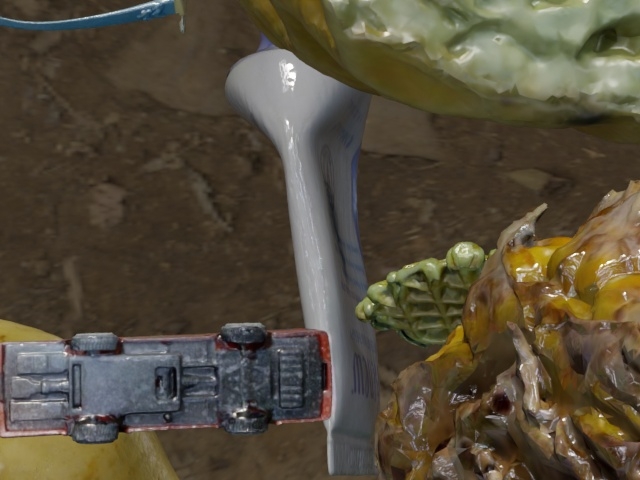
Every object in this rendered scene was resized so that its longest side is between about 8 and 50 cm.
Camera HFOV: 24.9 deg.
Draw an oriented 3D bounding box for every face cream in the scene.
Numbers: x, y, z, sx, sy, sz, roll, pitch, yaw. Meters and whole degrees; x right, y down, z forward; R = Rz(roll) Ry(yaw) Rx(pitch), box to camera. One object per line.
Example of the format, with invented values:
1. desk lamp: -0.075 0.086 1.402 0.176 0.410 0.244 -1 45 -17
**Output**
1. face cream: 0.000 0.000 1.291 0.137 0.235 0.420 -9 79 8

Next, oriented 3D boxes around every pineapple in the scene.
1. pineapple: 0.072 0.084 0.364 0.076 0.225 0.224 0 93 -27

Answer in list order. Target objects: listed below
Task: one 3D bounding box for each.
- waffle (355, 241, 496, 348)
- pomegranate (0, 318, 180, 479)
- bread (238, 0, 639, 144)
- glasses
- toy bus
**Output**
1. waffle: 0.129 0.053 1.173 0.169 0.184 0.036 -30 49 46
2. pomegranate: -0.265 0.226 1.128 0.333 0.332 0.332 1 93 15
3. bread: 0.083 -0.141 0.624 0.238 0.252 0.196 -40 100 5
4. glasses: -0.218 -0.260 1.203 0.189 0.221 0.088 69 150 27
5. toy bus: -0.093 0.081 0.850 0.192 0.077 0.065 -2 90 -13
